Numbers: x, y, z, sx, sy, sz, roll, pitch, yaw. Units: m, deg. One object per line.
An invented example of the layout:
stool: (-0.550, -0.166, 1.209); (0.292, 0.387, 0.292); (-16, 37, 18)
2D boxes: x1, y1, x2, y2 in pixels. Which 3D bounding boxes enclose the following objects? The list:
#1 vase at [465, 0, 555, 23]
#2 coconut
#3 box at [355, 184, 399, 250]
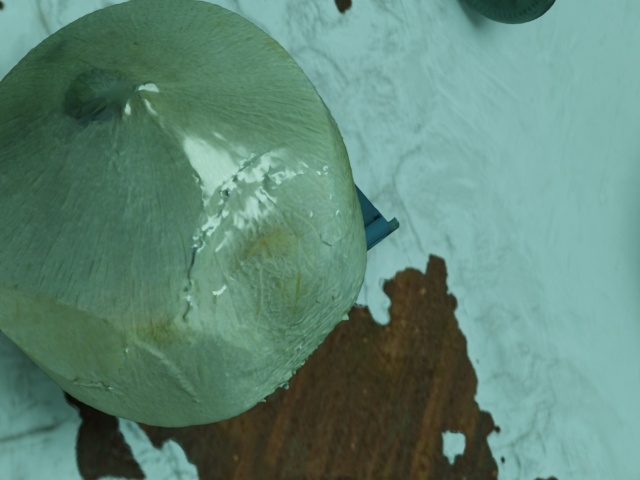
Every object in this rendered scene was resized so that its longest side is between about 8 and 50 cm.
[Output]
vase: (0.234, -0.299, 1.672); (0.299, 0.143, 0.143); (-41, 107, -41)
coconut: (-0.098, -0.018, 1.155); (0.247, 0.245, 0.245); (60, 34, -60)
box: (0.000, 0.000, 1.371); (0.074, 0.099, 0.054); (-31, 85, -45)
